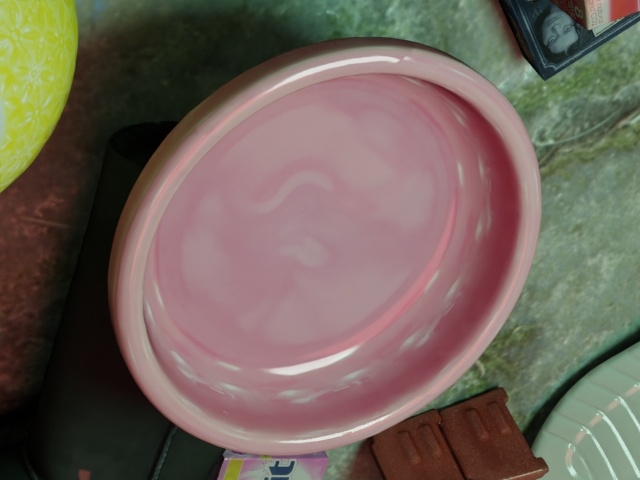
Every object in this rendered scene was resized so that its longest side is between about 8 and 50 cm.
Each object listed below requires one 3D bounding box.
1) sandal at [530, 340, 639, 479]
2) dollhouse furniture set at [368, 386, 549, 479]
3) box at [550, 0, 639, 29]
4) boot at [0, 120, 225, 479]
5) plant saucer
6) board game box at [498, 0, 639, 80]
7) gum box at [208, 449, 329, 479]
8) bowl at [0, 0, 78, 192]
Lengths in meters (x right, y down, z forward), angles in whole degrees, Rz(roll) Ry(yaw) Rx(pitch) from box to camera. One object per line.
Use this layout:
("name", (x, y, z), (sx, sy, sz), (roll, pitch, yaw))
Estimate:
("sandal", (0.393, 0.142, 1.642), (0.416, 0.169, 0.102), (-44, 175, 13))
("dollhouse furniture set", (0.179, 0.357, 1.532), (0.152, 0.374, 0.201), (-16, 136, -9))
("box", (0.197, -0.295, 1.094), (0.128, 0.122, 0.257), (-21, 122, -9))
("boot", (-0.203, 0.111, 1.257), (0.367, 0.146, 0.445), (0, 132, -39))
("plant saucer", (0.000, 0.000, 1.152), (0.332, 0.084, 0.332), (-12, 124, -19))
("board game box", (0.248, -0.253, 1.255), (0.243, 0.042, 0.165), (-33, 137, 2))
("gum box", (-0.076, 0.261, 1.509), (0.107, 0.062, 0.188), (4, 121, -27))
("bowl", (-0.282, -0.098, 1.021), (0.289, 0.156, 0.289), (-15, 135, -16))
